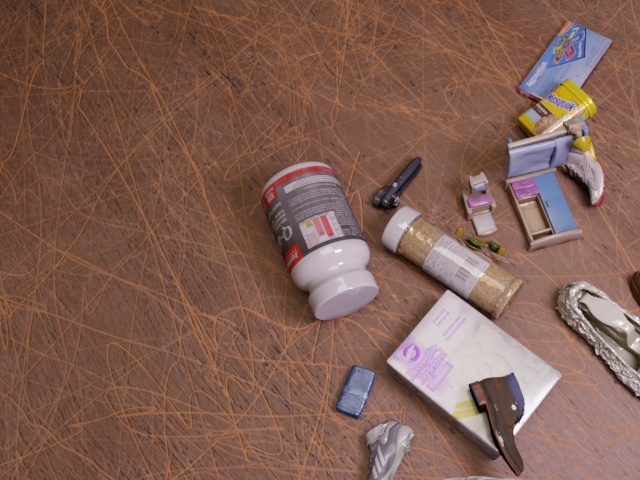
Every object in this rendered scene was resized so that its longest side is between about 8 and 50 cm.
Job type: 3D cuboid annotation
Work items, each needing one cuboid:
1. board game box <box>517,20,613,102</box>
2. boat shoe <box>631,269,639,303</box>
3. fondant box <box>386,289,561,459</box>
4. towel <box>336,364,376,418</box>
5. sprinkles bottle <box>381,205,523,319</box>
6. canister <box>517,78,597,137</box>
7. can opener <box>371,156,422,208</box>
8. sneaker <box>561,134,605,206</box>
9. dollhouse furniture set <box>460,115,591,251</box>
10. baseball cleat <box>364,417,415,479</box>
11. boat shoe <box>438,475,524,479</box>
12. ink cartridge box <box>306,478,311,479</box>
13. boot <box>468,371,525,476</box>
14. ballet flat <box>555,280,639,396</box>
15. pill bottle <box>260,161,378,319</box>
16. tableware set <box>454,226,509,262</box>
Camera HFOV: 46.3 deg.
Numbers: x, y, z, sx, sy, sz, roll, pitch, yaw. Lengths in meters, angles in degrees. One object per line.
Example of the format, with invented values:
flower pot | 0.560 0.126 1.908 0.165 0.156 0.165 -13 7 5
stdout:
board game box | 0.696 -0.494 2.125 0.145 0.027 0.281 33 74 17
boat shoe | 0.877 0.179 1.732 0.123 0.123 0.342 -15 41 -17
fondant box | 0.355 0.313 1.766 0.330 0.096 0.238 37 75 21
towel | 0.087 0.364 1.809 0.067 0.029 0.119 19 70 14
sprinkles bottle | 0.325 0.053 1.871 0.355 0.121 0.121 35 74 19
canister | 0.632 -0.337 2.012 0.170 0.073 0.126 -37 55 7
can opener | 0.215 -0.156 2.011 0.073 0.059 0.186 36 75 20
sneaker | 0.684 -0.181 1.964 0.093 0.088 0.225 -14 57 8
dollhouse furniture set | 0.515 -0.123 1.829 0.286 0.303 0.198 -15 64 0
baseball cleat | 0.134 0.510 1.728 0.109 0.072 0.206 23 65 30
boat shoe | 0.346 0.565 1.649 0.268 0.088 0.096 1 56 6
ink cartridge box | 0.008 0.654 1.657 0.203 0.086 0.148 35 74 20
boot | 0.415 0.392 1.629 0.106 0.082 0.219 -22 65 -1
ballet flat | 0.719 0.244 1.736 0.147 0.147 0.409 -43 69 -13
pill bottle | 0.000 0.000 1.883 0.210 0.210 0.363 -22 65 -3
tableware set | 0.405 0.004 1.879 0.154 0.104 0.024 20 110 -21
